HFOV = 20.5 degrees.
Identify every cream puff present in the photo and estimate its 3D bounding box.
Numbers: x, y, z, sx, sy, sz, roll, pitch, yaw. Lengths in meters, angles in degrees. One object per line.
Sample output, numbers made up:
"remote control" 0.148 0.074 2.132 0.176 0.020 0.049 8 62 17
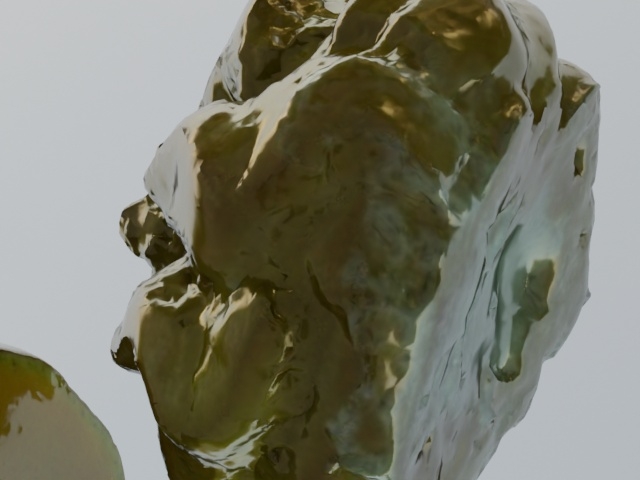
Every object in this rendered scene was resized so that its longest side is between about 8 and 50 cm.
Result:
"cream puff" 0.000 0.000 1.068 0.276 0.378 0.378 21 -69 21

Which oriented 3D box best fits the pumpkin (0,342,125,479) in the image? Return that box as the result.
"pumpkin" -0.263 0.216 1.119 0.199 0.332 0.332 0 -77 36
